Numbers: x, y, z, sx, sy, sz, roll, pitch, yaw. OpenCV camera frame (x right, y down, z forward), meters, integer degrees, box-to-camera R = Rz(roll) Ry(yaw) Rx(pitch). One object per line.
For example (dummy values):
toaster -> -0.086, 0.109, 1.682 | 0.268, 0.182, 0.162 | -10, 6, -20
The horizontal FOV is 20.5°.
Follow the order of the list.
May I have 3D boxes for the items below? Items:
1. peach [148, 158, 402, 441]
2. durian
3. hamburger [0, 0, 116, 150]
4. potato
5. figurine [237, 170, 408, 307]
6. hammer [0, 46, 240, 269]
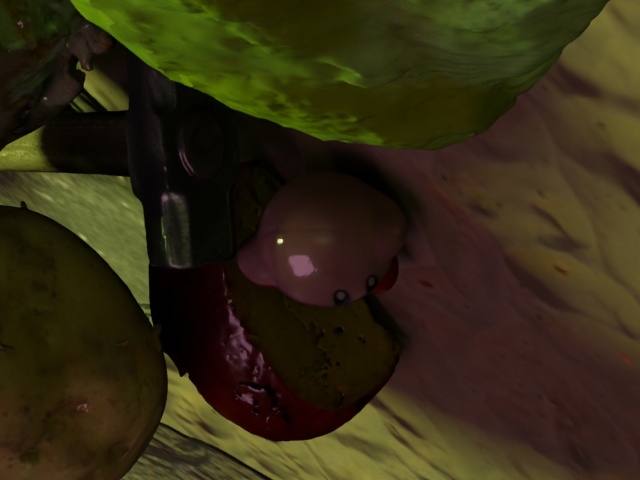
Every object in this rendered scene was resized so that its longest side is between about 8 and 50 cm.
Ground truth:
peach -> -0.035, 0.041, 0.952 | 0.127, 0.092, 0.172 | 24, 153, 33
durian -> 0.008, -0.135, 0.489 | 0.256, 0.204, 0.339 | 32, 153, -15
hamburger -> -0.206, -0.109, 0.822 | 0.192, 0.167, 0.288 | 62, 156, 2
potato -> -0.141, 0.058, 0.913 | 0.161, 0.128, 0.235 | 64, -177, 16
figurine -> 0.000, 0.000, 0.862 | 0.071, 0.083, 0.067 | 119, 137, -84
hammer -> -0.149, -0.051, 0.982 | 0.365, 0.043, 0.111 | 6, 104, 58
